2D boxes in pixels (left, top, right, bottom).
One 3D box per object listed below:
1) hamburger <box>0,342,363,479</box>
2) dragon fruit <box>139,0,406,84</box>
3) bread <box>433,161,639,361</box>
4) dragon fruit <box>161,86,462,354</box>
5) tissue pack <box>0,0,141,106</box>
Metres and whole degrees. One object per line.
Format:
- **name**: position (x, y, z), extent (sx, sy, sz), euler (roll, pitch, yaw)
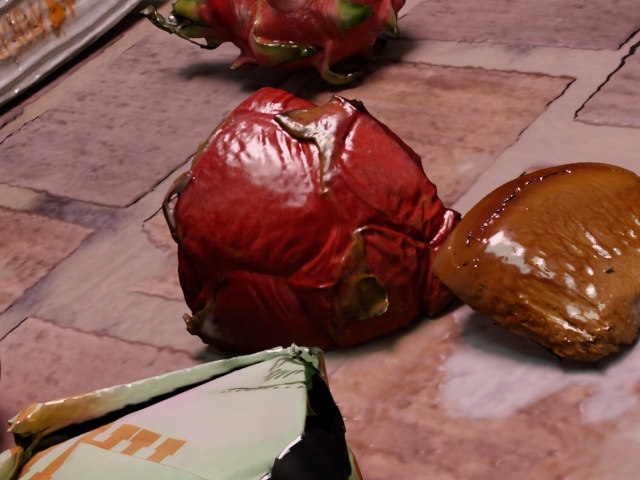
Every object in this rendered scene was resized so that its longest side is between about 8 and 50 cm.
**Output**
- **hamburger**: position (-0.075, 0.148, 0.716), extent (0.214, 0.125, 0.235), euler (-25, 27, 3)
- **dragon fruit**: position (-0.042, -0.196, 1.226), extent (0.236, 0.137, 0.135), euler (9, 32, 27)
- **bread**: position (0.140, 0.003, 0.872), extent (0.126, 0.044, 0.129), euler (33, 50, 29)
- **dragon fruit**: position (-0.001, -0.002, 0.915), extent (0.161, 0.120, 0.127), euler (13, 49, 32)
- **tissue pack**: position (-0.375, -0.248, 1.484), extent (0.388, 0.162, 0.287), euler (16, 49, 45)
